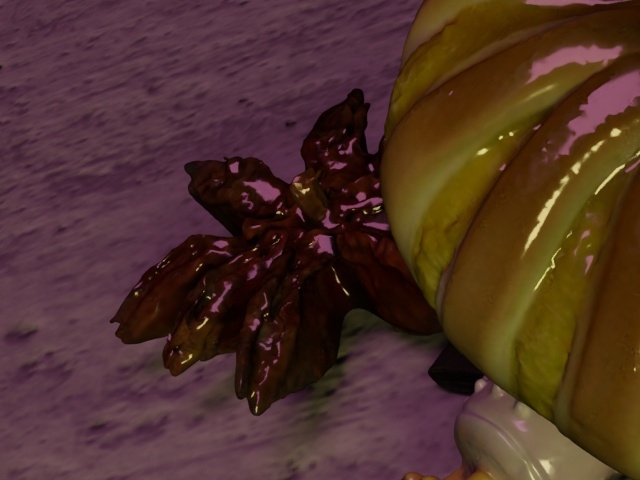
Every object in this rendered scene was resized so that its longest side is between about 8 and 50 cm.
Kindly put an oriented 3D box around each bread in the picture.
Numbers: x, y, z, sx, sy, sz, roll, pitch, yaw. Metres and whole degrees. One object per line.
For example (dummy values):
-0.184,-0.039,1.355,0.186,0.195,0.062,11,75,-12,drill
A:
0.190,-0.028,0.719,0.333,0.160,0.333,5,46,-5,bread

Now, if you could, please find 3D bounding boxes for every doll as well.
0.128,0.071,0.801,0.207,0.081,0.129,-35,-1,-13,doll

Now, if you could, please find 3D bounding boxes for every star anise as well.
-0.001,0.001,1.002,0.288,0.088,0.288,-21,33,14,star anise

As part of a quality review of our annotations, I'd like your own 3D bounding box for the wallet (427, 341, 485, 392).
0.125,0.024,0.933,0.082,0.018,0.157,4,43,42,wallet
